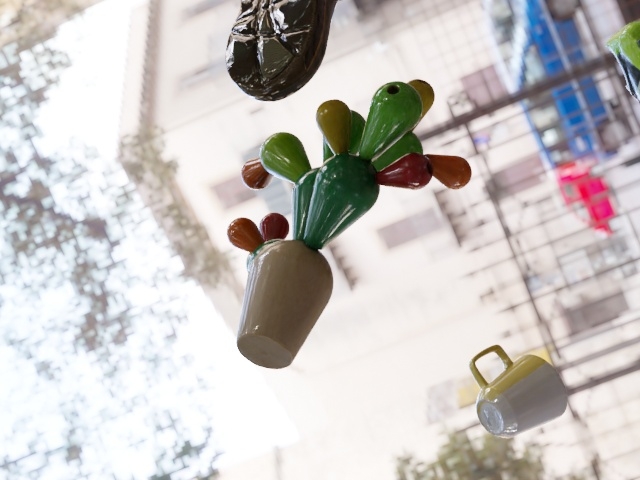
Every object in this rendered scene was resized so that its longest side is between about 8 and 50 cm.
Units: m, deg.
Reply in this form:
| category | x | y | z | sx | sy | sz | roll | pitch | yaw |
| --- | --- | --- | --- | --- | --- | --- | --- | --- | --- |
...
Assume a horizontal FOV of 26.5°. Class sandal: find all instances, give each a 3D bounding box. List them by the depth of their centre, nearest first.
| category | x | y | z | sx | sy | sz | roll | pitch | yaw |
| --- | --- | --- | --- | --- | --- | --- | --- | --- | --- |
| sandal | -0.003 | -0.161 | 0.855 | 0.060 | 0.090 | 0.219 | 44 | -142 | -35 |

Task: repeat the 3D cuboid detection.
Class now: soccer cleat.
| category | x | y | z | sx | sy | sz | roll | pitch | yaw |
| --- | --- | --- | --- | --- | --- | --- | --- | --- | --- |
| soccer cleat | 0.364 | -0.150 | 1.425 | 0.179 | 0.060 | 0.072 | 58 | 163 | -7 |

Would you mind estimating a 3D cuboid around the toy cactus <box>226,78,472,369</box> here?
| category | x | y | z | sx | sy | sz | roll | pitch | yaw |
| --- | --- | --- | --- | --- | --- | --- | --- | --- | --- |
| toy cactus | 0.000 | 0.000 | 0.808 | 0.112 | 0.219 | 0.180 | 35 | -128 | -19 |

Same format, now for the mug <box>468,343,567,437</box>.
| category | x | y | z | sx | sy | sz | roll | pitch | yaw |
| --- | --- | --- | --- | --- | --- | --- | --- | --- | --- |
| mug | 0.163 | 0.136 | 1.173 | 0.078 | 0.064 | 0.062 | 31 | 135 | 42 |
